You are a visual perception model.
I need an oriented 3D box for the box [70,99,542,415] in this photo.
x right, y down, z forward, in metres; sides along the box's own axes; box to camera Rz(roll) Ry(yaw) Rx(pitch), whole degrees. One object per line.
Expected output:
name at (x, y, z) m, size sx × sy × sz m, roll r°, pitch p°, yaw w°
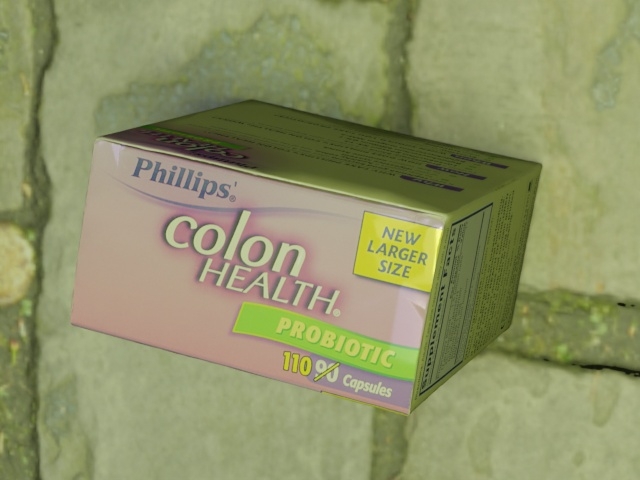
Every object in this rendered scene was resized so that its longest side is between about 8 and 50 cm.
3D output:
box at (0.000, 0.000, 1.132) m, size 0.213 × 0.243 × 0.117 m, roll 14°, pitch 103°, yaw 16°
